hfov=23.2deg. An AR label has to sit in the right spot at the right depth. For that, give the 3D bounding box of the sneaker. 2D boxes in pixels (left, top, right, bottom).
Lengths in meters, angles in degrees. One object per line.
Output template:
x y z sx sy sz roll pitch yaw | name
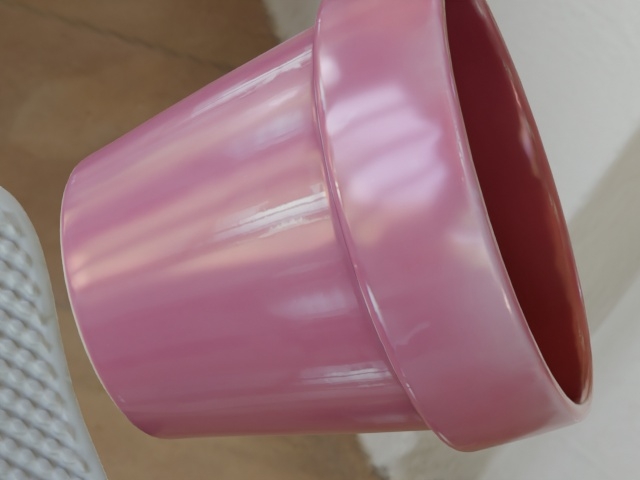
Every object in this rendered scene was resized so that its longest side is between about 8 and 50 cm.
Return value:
-0.183 0.134 0.823 0.126 0.127 0.321 -3 78 -32 | sneaker

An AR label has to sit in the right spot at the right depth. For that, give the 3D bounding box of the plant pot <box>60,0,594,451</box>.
0.000 0.000 0.654 0.201 0.180 0.201 -16 90 -73 | plant pot
